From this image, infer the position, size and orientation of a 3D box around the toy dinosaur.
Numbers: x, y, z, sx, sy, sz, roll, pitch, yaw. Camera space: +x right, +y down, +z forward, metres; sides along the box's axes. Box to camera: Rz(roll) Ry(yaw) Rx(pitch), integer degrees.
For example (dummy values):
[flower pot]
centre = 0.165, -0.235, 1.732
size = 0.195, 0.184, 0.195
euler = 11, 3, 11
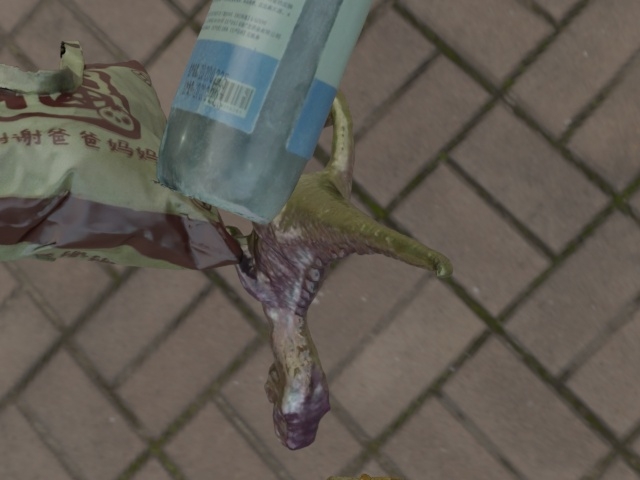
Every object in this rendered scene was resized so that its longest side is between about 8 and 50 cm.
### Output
[toy dinosaur]
centre = 0.004, 0.001, 0.809
size = 0.251, 0.072, 0.199
euler = -49, 48, 45

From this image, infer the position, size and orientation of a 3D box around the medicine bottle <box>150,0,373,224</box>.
[medicine bottle]
centre = -0.007, -0.111, 0.577
size = 0.208, 0.054, 0.090
euler = -67, 22, 1

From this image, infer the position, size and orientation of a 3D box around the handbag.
[handbag]
centre = -0.178, -0.056, 0.868
size = 0.235, 0.213, 0.127
euler = -122, 38, -53

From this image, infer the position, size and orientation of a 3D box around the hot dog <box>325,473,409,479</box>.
[hot dog]
centre = 0.002, 0.146, 0.552
size = 0.061, 0.169, 0.078
euler = -6, 116, 45
